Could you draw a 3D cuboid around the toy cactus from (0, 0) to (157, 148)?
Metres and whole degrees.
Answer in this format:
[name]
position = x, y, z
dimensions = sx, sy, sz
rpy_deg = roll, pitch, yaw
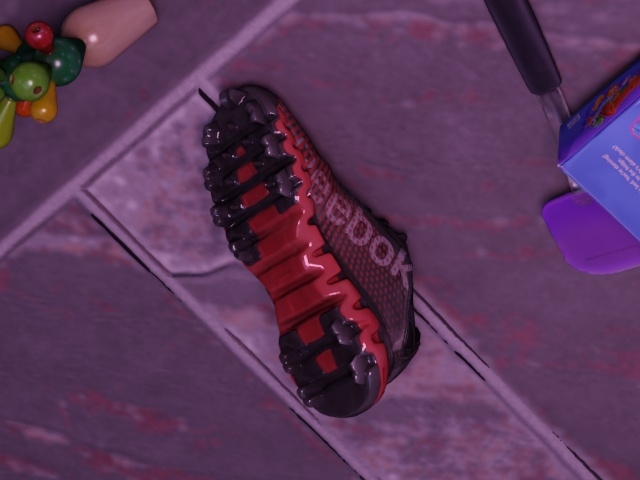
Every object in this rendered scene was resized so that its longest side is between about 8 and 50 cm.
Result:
[toy cactus]
position = -0.217, -0.147, 1.355
dimensions = 0.180, 0.219, 0.112
rpy_deg = -32, 93, -13

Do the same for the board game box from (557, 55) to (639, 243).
[board game box]
position = 0.376, -0.028, 1.270
dimensions = 0.347, 0.078, 0.233
rpy_deg = 42, 116, -12

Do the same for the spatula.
[spatula]
position = 0.181, -0.092, 1.334
dimensions = 0.084, 0.030, 0.296
rpy_deg = -18, 113, 22

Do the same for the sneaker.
[sneaker]
position = 0.000, 0.000, 1.404
dimensions = 0.098, 0.135, 0.276
rpy_deg = -27, 87, 40
